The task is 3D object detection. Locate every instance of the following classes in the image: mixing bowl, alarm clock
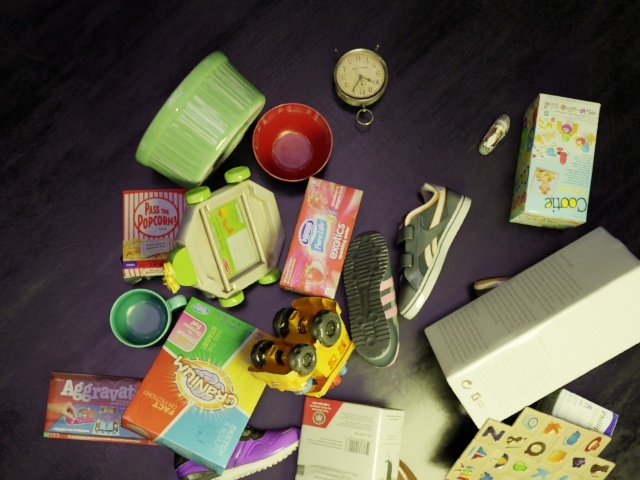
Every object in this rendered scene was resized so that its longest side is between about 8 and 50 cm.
[{"bbox_3d":[-0.065,-0.217,1.965,0.181,0.098,0.182,0,82,-3],"label":"mixing bowl"},{"bbox_3d":[0.095,-0.365,2.010,0.129,0.064,0.192,-5,80,-3],"label":"alarm clock"}]

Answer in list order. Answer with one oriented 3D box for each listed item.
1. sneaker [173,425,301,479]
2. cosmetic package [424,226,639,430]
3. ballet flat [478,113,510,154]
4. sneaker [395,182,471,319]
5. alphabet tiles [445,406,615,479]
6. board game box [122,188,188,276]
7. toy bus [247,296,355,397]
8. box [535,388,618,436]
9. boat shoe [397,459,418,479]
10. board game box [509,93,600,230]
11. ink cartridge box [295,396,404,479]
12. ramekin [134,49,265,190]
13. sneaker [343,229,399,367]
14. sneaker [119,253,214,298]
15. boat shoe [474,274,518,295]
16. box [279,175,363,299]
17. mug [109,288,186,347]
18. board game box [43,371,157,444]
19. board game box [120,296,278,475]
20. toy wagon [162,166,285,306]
[{"bbox_3d":[-0.188,0.443,1.865,0.293,0.102,0.146,-21,82,-5],"label":"sneaker"},{"bbox_3d":[0.470,0.181,1.801,0.453,0.230,0.161,-31,111,7],"label":"cosmetic package"},{"bbox_3d":[0.418,-0.254,2.018,0.041,0.041,0.114,35,82,3],"label":"ballet flat"},{"bbox_3d":[0.223,0.017,1.932,0.127,0.126,0.321,27,71,-3],"label":"sneaker"},{"bbox_3d":[0.451,0.492,1.819,0.342,0.011,0.285,22,113,-20],"label":"alphabet tiles"},{"bbox_3d":[-0.362,-0.018,1.881,0.146,0.045,0.194,-3,65,-8],"label":"board game box"},{"bbox_3d":[-0.024,0.264,1.848,0.220,0.149,0.211,-53,128,-34],"label":"toy bus"},{"bbox_3d":[0.565,0.388,1.888,0.137,0.126,0.072,26,80,1],"label":"box"},{"bbox_3d":[0.196,0.616,1.845,0.122,0.120,0.324,-26,84,-6],"label":"boat shoe"},{"bbox_3d":[0.537,-0.176,1.959,0.144,0.142,0.275,10,81,-1],"label":"board game box"},{"bbox_3d":[0.057,0.485,1.820,0.197,0.114,0.273,2,79,34],"label":"ink cartridge box"},{"bbox_3d":[-0.255,-0.252,1.870,0.148,0.303,0.303,38,82,-4],"label":"ramekin"},{"bbox_3d":[0.120,0.137,1.929,0.112,0.131,0.319,-8,60,17],"label":"sneaker"},{"bbox_3d":[-0.349,0.076,1.912,0.163,0.086,0.226,-37,75,-17],"label":"sneaker"},{"bbox_3d":[0.481,0.126,1.941,0.257,0.095,0.095,-2,88,-3],"label":"boat shoe"},{"bbox_3d":[0.000,0.000,1.924,0.128,0.122,0.257,16,82,0],"label":"box"},{"bbox_3d":[-0.382,0.177,1.899,0.157,0.097,0.130,8,81,-2],"label":"mug"},{"bbox_3d":[-0.468,0.376,1.903,0.281,0.027,0.145,4,80,-1],"label":"board game box"},{"bbox_3d":[-0.247,0.309,1.840,0.242,0.064,0.317,25,57,1],"label":"board game box"},{"bbox_3d":[-0.219,0.007,1.842,0.344,0.068,0.267,-31,114,-39],"label":"toy wagon"}]
